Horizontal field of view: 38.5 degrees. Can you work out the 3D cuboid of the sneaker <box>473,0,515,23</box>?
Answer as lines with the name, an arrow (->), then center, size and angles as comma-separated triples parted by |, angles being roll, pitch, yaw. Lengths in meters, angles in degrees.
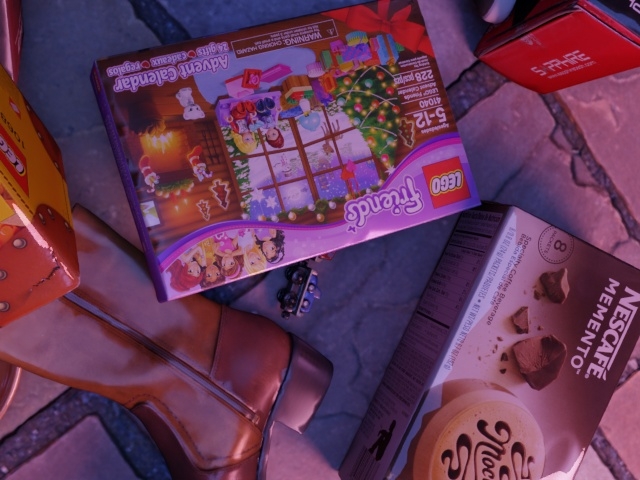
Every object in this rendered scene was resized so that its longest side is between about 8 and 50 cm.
sneaker -> 0.112, -0.341, 0.812 | 0.146, 0.104, 0.296 | 2, 88, -11

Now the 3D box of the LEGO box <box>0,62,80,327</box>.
LEGO box -> -0.430, -0.110, 0.511 | 0.372, 0.193, 0.500 | -28, 128, -1

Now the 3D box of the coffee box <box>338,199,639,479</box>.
coffee box -> 0.161, 0.130, 0.845 | 0.168, 0.119, 0.297 | 26, 89, -12

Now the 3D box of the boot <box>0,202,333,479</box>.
boot -> -0.159, 0.147, 0.775 | 0.280, 0.096, 0.264 | 31, 86, -18

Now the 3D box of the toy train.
toy train -> 0.000, 0.000, 0.848 | 0.036, 0.027, 0.158 | 21, 89, -24

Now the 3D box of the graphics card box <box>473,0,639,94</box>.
graphics card box -> 0.292, -0.310, 0.783 | 0.094, 0.233, 0.371 | 31, 87, -9

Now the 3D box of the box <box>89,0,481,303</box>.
box -> -0.025, -0.084, 0.785 | 0.293, 0.057, 0.201 | -17, 90, -19

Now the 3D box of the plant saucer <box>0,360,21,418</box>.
plant saucer -> -0.353, 0.093, 0.772 | 0.200, 0.037, 0.200 | -1, 94, -13

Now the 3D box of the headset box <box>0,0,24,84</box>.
headset box -> -0.335, -0.233, 0.660 | 0.218, 0.110, 0.293 | -1, 127, -13
